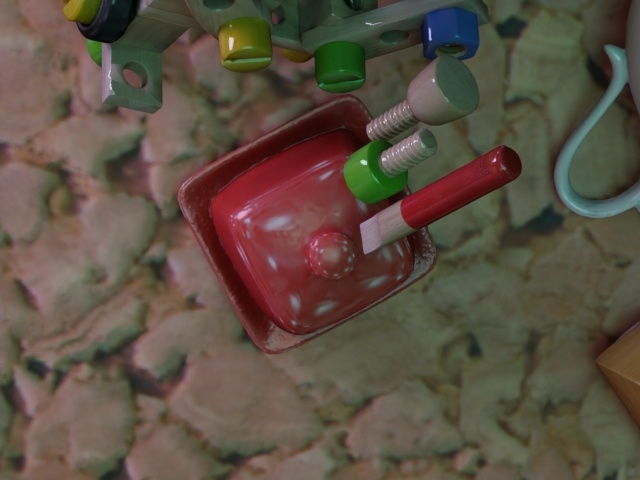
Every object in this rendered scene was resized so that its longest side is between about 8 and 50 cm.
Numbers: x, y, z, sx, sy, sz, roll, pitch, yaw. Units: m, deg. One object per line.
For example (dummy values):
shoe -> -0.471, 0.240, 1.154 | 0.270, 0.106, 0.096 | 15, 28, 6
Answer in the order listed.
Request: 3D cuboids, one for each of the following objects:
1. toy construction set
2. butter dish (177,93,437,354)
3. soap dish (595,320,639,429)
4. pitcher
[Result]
toy construction set -> -0.028, -0.131, 0.987 | 0.257, 0.237, 0.309 | -20, 82, -47
butter dish -> 0.000, 0.000, 1.062 | 0.160, 0.118, 0.160 | -28, 107, -3
soap dish -> 0.389, 0.143, 1.165 | 0.229, 0.118, 0.291 | -36, 108, 0
pitcher -> 0.263, -0.110, 1.090 | 0.177, 0.125, 0.207 | -1, 116, 6
